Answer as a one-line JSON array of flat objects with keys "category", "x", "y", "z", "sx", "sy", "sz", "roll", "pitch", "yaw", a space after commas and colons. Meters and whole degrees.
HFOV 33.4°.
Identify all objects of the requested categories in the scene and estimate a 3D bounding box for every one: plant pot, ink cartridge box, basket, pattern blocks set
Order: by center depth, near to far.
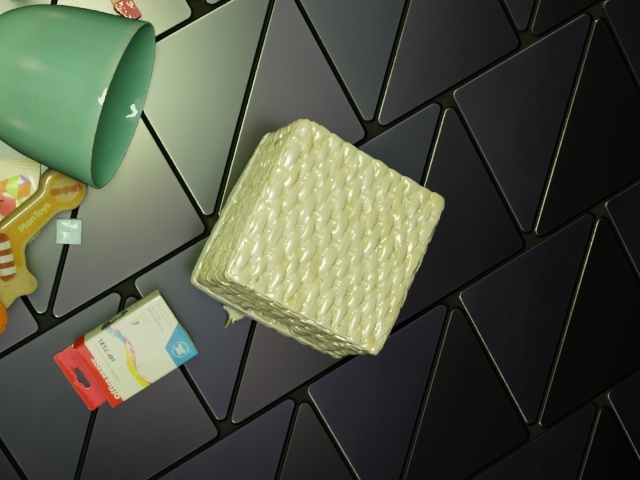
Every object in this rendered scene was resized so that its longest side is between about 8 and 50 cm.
[{"category": "plant pot", "x": -0.437, "y": -0.261, "z": 1.785, "sx": 0.235, "sy": 0.293, "sz": 0.293, "roll": 19, "pitch": 93, "yaw": 1}, {"category": "basket", "x": 0.000, "y": 0.000, "z": 1.884, "sx": 0.328, "sy": 0.266, "sz": 0.331, "roll": 29, "pitch": 77, "yaw": -14}, {"category": "pattern blocks set", "x": -0.590, "y": -0.077, "z": 1.897, "sx": 0.324, "sy": 0.026, "sz": 0.286, "roll": -8, "pitch": 99, "yaw": -11}, {"category": "ink cartridge box", "x": -0.358, "y": 0.209, "z": 1.956, "sx": 0.231, "sy": 0.078, "sz": 0.134, "roll": -33, "pitch": 102, "yaw": -6}]

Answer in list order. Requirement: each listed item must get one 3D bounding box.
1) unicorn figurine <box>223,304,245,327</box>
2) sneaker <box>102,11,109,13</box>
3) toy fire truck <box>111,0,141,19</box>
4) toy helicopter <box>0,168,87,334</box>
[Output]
[{"category": "unicorn figurine", "x": -0.147, "y": 0.077, "z": 1.993, "sx": 0.162, "sy": 0.060, "sz": 0.111, "roll": -38, "pitch": 99, "yaw": -2}, {"category": "sneaker", "x": -0.362, "y": -0.380, "z": 1.901, "sx": 0.083, "sy": 0.037, "sz": 0.032, "roll": 25, "pitch": 90, "yaw": -15}, {"category": "toy fire truck", "x": -0.346, "y": -0.497, "z": 1.884, "sx": 0.135, "sy": 0.047, "sz": 0.192, "roll": -38, "pitch": 102, "yaw": -4}, {"category": "toy helicopter", "x": -0.557, "y": -0.011, "z": 1.839, "sx": 0.355, "sy": 0.140, "sz": 0.235, "roll": -45, "pitch": 114, "yaw": -15}]
